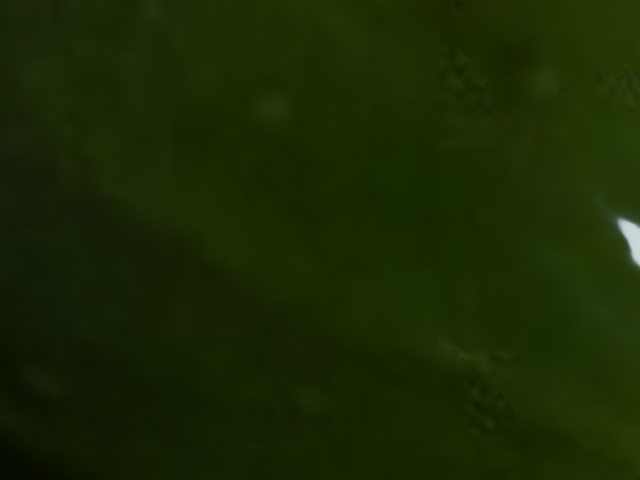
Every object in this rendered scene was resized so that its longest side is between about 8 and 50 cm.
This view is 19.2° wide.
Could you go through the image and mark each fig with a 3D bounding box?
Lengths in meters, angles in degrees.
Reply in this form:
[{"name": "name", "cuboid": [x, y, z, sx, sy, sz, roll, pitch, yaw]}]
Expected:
[{"name": "fig", "cuboid": [0.000, 0.000, 0.524, 0.316, 0.316, 0.316, -3, 28, 2]}]
